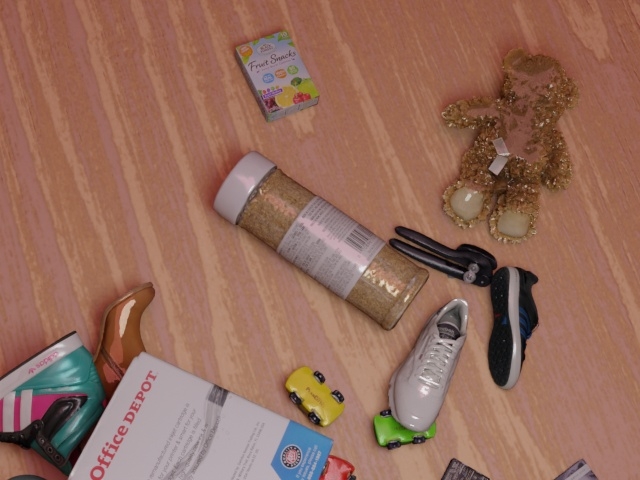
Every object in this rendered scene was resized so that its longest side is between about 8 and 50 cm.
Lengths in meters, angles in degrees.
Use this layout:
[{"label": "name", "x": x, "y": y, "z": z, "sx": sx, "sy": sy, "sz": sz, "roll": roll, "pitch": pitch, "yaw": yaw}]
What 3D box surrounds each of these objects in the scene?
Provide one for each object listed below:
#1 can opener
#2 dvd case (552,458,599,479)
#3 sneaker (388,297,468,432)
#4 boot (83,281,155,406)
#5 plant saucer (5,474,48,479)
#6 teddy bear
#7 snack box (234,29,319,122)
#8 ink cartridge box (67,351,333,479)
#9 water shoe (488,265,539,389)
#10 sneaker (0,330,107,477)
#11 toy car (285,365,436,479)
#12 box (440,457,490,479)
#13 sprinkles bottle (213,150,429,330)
[{"label": "can opener", "x": 0.203, "y": 0.028, "z": 1.795, "sx": 0.186, "sy": 0.073, "sz": 0.059, "roll": 18, "pitch": 107, "yaw": 2}, {"label": "dvd case", "x": 0.413, "y": 0.477, "z": 1.669, "sx": 0.164, "sy": 0.018, "sz": 0.221, "roll": -31, "pitch": 77, "yaw": -17}, {"label": "sneaker", "x": 0.173, "y": 0.190, "z": 1.671, "sx": 0.090, "sy": 0.095, "sz": 0.235, "roll": 26, "pitch": 50, "yaw": -3}, {"label": "boot", "x": -0.287, "y": 0.175, "z": 1.660, "sx": 0.152, "sy": 0.073, "sz": 0.197, "roll": 41, "pitch": 82, "yaw": 9}, {"label": "plant saucer", "x": -0.437, "y": 0.403, "z": 1.580, "sx": 0.119, "sy": 0.021, "sz": 0.119, "roll": 3, "pitch": 69, "yaw": -7}, {"label": "teddy bear", "x": 0.327, "y": -0.158, "z": 1.859, "sx": 0.245, "sy": 0.113, "sz": 0.338, "roll": 3, "pitch": 77, "yaw": 1}, {"label": "snack box", "x": -0.076, "y": -0.287, "z": 1.875, "sx": 0.100, "sy": 0.037, "sz": 0.141, "roll": -22, "pitch": 74, "yaw": -16}, {"label": "ink cartridge box", "x": -0.170, "y": 0.329, "z": 1.510, "sx": 0.307, "sy": 0.129, "sz": 0.223, "roll": 25, "pitch": 59, "yaw": 1}, {"label": "water shoe", "x": 0.325, "y": 0.142, "z": 1.750, "sx": 0.080, "sy": 0.073, "sz": 0.203, "roll": 8, "pitch": 79, "yaw": -27}, {"label": "sneaker", "x": -0.432, "y": 0.284, "z": 1.577, "sx": 0.295, "sy": 0.124, "sz": 0.178, "roll": -34, "pitch": 93, "yaw": 3}, {"label": "toy car", "x": 0.067, "y": 0.304, "z": 1.668, "sx": 0.225, "sy": 0.053, "sz": 0.239, "roll": -7, "pitch": 72, "yaw": -11}, {"label": "box", "x": 0.216, "y": 0.392, "z": 1.673, "sx": 0.067, "sy": 0.018, "sz": 0.083, "roll": 29, "pitch": 69, "yaw": 4}, {"label": "sprinkles bottle", "x": 0.000, "y": 0.000, "z": 1.734, "sx": 0.355, "sy": 0.121, "sz": 0.121, "roll": 35, "pitch": 69, "yaw": 6}]
